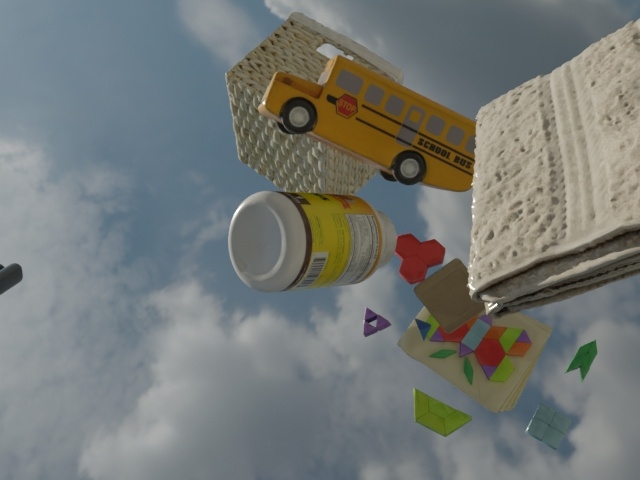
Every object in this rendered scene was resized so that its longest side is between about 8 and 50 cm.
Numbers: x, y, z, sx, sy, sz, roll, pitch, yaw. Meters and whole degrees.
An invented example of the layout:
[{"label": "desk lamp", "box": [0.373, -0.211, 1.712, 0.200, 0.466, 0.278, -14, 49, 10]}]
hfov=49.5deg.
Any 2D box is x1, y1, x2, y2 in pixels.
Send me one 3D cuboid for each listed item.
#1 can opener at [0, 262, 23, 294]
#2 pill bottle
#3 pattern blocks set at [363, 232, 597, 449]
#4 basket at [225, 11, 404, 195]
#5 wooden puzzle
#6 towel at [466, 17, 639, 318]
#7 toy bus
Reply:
[{"label": "can opener", "box": [-0.663, 0.084, 1.340, 0.074, 0.093, 0.280, 0, -171, 2]}, {"label": "pill bottle", "box": [0.000, 0.000, 0.856, 0.215, 0.117, 0.117, -1, -122, -50]}, {"label": "pattern blocks set", "box": [0.219, 0.140, 0.991, 0.325, 0.026, 0.285, 18, -110, 18]}, {"label": "basket", "box": [-0.018, -0.286, 1.637, 0.328, 0.331, 0.266, 36, -116, 20]}, {"label": "wooden puzzle", "box": [0.159, 0.066, 0.831, 0.078, 0.116, 0.014, 58, -172, -12]}, {"label": "towel", "box": [0.215, -0.071, 0.601, 0.049, 0.187, 0.282, 42, -141, -28]}, {"label": "toy bus", "box": [0.080, -0.173, 1.038, 0.333, 0.108, 0.130, 24, -86, -11]}]
